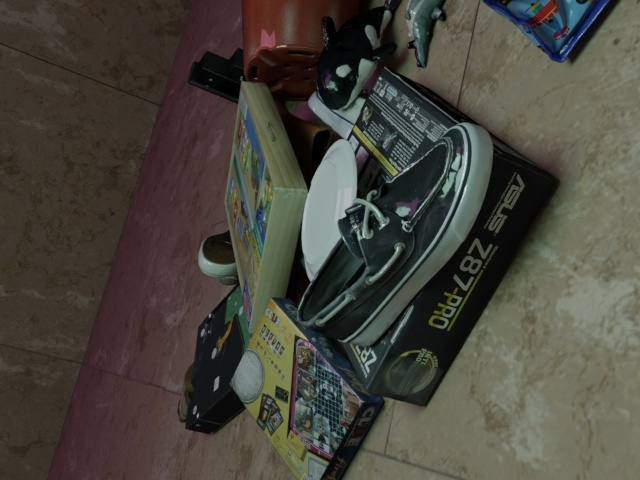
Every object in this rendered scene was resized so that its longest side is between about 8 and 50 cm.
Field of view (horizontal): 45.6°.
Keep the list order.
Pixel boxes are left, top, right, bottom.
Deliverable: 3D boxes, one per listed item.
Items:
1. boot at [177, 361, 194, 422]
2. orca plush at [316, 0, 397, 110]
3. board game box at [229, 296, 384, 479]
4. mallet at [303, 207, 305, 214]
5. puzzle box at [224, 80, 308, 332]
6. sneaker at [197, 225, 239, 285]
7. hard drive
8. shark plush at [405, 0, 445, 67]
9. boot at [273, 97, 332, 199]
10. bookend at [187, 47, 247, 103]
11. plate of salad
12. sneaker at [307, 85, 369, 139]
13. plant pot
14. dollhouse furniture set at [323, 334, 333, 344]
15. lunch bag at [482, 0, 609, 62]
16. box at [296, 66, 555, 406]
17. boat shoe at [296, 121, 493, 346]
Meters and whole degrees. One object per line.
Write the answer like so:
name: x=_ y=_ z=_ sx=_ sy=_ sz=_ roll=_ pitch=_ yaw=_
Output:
boot: x=-0.292 y=0.338 z=1.675 sx=0.118 sy=0.042 sz=0.087 roll=-86 pitch=19 yaw=-47
orca plush: x=0.053 y=-0.342 z=1.259 sx=0.151 sy=0.102 sz=0.287 roll=-1 pitch=48 yaw=51
board game box: x=-0.029 y=0.215 z=1.079 sx=0.243 sy=0.042 sz=0.165 roll=44 pitch=115 yaw=43
mallet: x=0.000 y=0.000 z=1.296 sx=0.062 sy=0.039 sz=0.189 roll=-47 pitch=37 yaw=44
puzzle box: x=-0.107 y=-0.072 z=1.308 sx=0.409 sy=0.052 sz=0.272 roll=-111 pitch=28 yaw=-55
sneaker: x=-0.173 y=0.048 z=1.501 sx=0.290 sy=0.106 sz=0.123 roll=-53 pitch=-21 yaw=-74
hard drive: x=-0.155 y=0.201 z=1.444 sx=0.339 sy=0.064 sz=0.237 roll=-47 pitch=33 yaw=45
shark plush: x=0.163 y=-0.352 z=1.180 sx=0.067 sy=0.073 sz=0.161 roll=5 pitch=70 yaw=35
boot: x=-0.063 y=-0.130 z=1.484 sx=0.280 sy=0.096 sz=0.264 roll=39 pitch=124 yaw=48
bookend: x=-0.251 y=-0.458 z=2.044 sx=0.157 sy=0.156 sz=0.072 roll=-33 pitch=43 yaw=54
plate of salad: x=0.019 y=-0.036 z=1.018 sx=0.200 sy=0.048 sz=0.200 roll=-171 pitch=90 yaw=-72
sneaker: x=0.057 y=-0.216 z=1.288 sx=0.091 sy=0.094 sz=0.258 roll=-48 pitch=31 yaw=6
plant pot: x=-0.040 y=-0.427 z=1.449 sx=0.272 sy=0.272 sz=0.265 roll=-29 pitch=54 yaw=57
dollhouse furniture set: x=-0.044 y=0.185 z=1.199 sx=0.152 sy=0.076 sz=0.058 roll=-42 pitch=37 yaw=33
lunch bag: x=0.291 y=-0.386 z=0.851 sx=0.293 sy=0.138 sz=0.221 roll=-48 pitch=28 yaw=24
box: x=0.104 y=-0.029 z=1.007 sx=0.318 sy=0.097 sz=0.395 roll=-62 pitch=25 yaw=16
boat shoe: x=0.069 y=-0.006 z=0.824 sx=0.301 sy=0.102 sz=0.108 roll=-56 pitch=29 yaw=32
